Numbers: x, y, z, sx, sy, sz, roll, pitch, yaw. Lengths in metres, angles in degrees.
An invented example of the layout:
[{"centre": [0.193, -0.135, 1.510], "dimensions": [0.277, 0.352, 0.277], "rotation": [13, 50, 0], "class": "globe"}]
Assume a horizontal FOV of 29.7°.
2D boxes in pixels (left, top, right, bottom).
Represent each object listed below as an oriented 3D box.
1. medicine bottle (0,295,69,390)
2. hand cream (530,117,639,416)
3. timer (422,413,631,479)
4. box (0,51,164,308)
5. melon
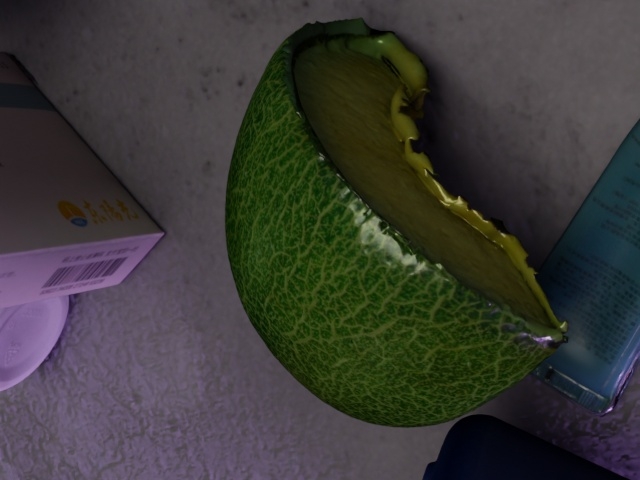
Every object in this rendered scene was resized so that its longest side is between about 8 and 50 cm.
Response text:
[{"centre": [-0.288, 0.027, 0.901], "dimensions": [0.187, 0.103, 0.103], "rotation": [29, 109, 21], "class": "medicine bottle"}, {"centre": [0.184, -0.004, 0.700], "dimensions": [0.083, 0.048, 0.224], "rotation": [34, 117, 19], "class": "hand cream"}, {"centre": [0.215, 0.268, 0.627], "dimensions": [0.383, 0.270, 0.270], "rotation": [15, 104, 10], "class": "timer"}, {"centre": [-0.262, -0.041, 0.743], "dimensions": [0.200, 0.343, 0.065], "rotation": [47, 111, 14], "class": "box"}, {"centre": [0.000, 0.000, 0.687], "dimensions": [0.169, 0.129, 0.265], "rotation": [-55, 42, 31], "class": "melon"}]
